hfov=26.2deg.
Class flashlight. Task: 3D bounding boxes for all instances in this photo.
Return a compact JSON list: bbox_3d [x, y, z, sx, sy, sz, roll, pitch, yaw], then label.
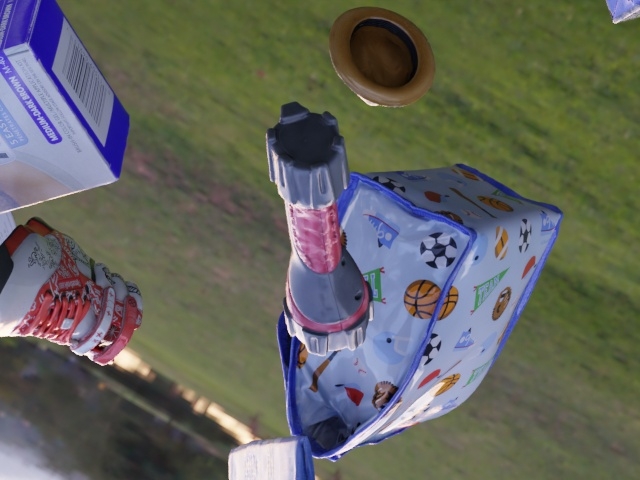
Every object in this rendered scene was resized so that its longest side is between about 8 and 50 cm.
[{"bbox_3d":[0.000,0.000,1.444,0.103,0.103,0.304,17,146,16],"label":"flashlight"}]

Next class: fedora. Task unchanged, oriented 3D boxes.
[{"bbox_3d":[0.090,-0.281,2.196,0.194,0.194,0.079,30,146,-1],"label":"fedora"}]

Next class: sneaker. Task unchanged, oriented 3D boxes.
[{"bbox_3d":[-0.235,0.057,1.250,0.145,0.090,0.270,36,-174,-8],"label":"sneaker"}]

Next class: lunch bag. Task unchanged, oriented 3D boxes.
[{"bbox_3d":[0.120,0.100,1.885,0.239,0.385,0.328,29,-160,28],"label":"lunch bag"}]

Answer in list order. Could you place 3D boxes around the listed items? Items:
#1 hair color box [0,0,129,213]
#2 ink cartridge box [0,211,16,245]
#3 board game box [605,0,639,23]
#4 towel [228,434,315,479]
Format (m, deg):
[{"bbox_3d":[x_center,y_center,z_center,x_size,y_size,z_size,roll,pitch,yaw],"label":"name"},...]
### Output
[{"bbox_3d":[-0.384,-0.110,1.357,0.339,0.110,0.185,-14,134,17],"label":"hair color box"},{"bbox_3d":[-0.502,-0.030,1.712,0.066,0.232,0.189,6,117,51],"label":"ink cartridge box"},{"bbox_3d":[0.485,-0.433,1.750,0.141,0.291,0.232,-26,83,65],"label":"board game box"},{"bbox_3d":[-0.052,0.328,1.547,0.034,0.209,0.285,0,169,-19],"label":"towel"}]
